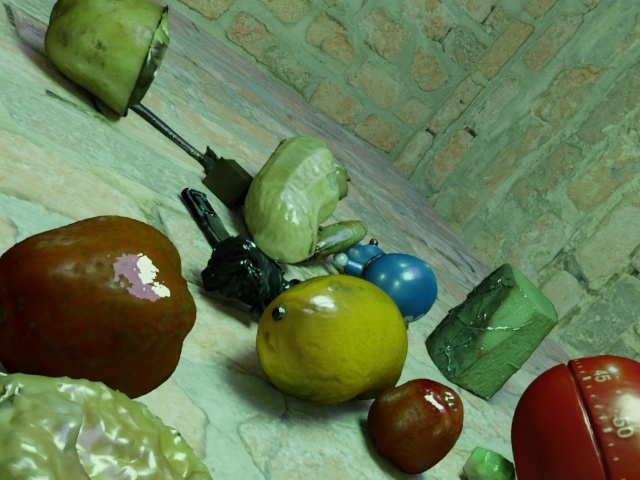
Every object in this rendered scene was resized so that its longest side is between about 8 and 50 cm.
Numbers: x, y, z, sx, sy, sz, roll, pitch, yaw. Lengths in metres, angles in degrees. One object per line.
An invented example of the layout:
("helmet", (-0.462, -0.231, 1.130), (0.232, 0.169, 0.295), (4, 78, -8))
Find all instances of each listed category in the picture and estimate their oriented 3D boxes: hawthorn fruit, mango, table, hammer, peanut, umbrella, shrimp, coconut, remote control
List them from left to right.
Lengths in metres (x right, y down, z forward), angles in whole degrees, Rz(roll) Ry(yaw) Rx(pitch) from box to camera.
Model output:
("hawthorn fruit", (-0.213, 0.062, 0.656), (0.189, 0.189, 0.189), (38, 15, -12))
("hammer", (-0.338, -0.246, 1.501), (0.297, 0.027, 0.125), (37, 16, -13))
("remote control", (-0.184, -0.020, 1.234), (0.059, 0.028, 0.212), (23, 23, -53))
("table", (-0.179, -0.119, 1.448), (0.083, 0.070, 0.082), (43, 15, 9))
("umbrella", (-0.059, 0.094, 1.095), (0.272, 0.110, 0.122), (37, 14, -33))
("peanut", (-0.061, -0.087, 1.405), (0.174, 0.158, 0.340), (64, 35, -24))
("shrimp", (0.000, 0.001, 1.505), (0.267, 0.145, 0.061), (-34, 118, -53))
("mango", (0.031, 0.144, 1.011), (0.144, 0.187, 0.359), (24, 2, 32))
("hawthorn fruit", (0.142, 0.265, 1.030), (0.133, 0.138, 0.133), (42, 16, -14))
("coconut", (0.278, 0.386, 1.153), (0.083, 0.081, 0.082), (43, -27, -11))

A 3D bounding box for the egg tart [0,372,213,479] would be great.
("egg tart", (-0.165, 0.195, 0.451), (0.352, 0.150, 0.352), (42, 12, -11))

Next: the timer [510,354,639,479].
("timer", (0.458, 0.377, 1.120), (0.378, 0.279, 0.378), (-16, 90, -76))

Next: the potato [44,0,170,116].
("potato", (-0.418, -0.385, 1.359), (0.242, 0.242, 0.286), (33, 42, -30))

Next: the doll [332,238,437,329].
("doll", (0.134, 0.089, 1.541), (0.215, 0.161, 0.257), (13, 13, -36))

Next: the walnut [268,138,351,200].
("walnut", (-0.053, -0.132, 1.651), (0.204, 0.141, 0.238), (45, -20, -1))

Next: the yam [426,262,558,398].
("yam", (0.395, 0.198, 1.615), (0.202, 0.271, 0.201), (36, 15, -35))
